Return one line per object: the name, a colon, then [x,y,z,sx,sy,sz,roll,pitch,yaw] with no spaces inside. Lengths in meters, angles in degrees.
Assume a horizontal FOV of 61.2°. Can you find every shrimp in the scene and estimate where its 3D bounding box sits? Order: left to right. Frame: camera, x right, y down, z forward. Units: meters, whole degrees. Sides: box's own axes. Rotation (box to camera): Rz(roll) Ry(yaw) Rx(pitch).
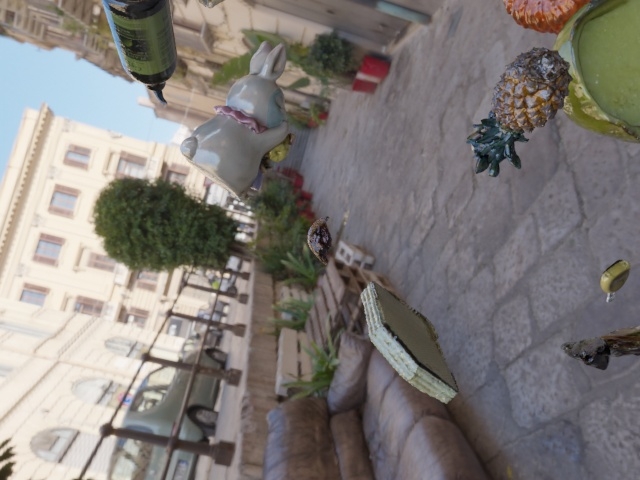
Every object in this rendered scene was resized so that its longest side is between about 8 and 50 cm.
shrimp: [0.385,0.118,0.594,0.365,0.233,0.071,4,-106,-63]

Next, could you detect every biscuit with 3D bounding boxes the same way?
biscuit: [0.146,0.170,0.937,0.052,0.150,0.252,-52,13,14]

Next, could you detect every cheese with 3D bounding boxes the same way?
cheese: [0.783,0.119,1.447,0.036,0.086,0.162,49,172,40]

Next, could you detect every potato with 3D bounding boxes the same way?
potato: [0.551,-0.335,1.048,0.213,0.280,0.330,-165,58,-78]

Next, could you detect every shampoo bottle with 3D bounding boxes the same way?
shampoo bottle: [-0.302,-0.343,0.936,0.284,0.101,0.101,116,167,-70]

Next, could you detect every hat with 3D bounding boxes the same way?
hat: [0.652,-0.617,1.345,0.285,0.400,0.285,-7,82,51]

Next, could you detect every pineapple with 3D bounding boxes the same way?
pineapple: [0.254,-0.163,0.700,0.221,0.083,0.103,90,-172,-72]

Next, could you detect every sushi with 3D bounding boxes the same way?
sushi: [0.000,0.000,1.101,0.047,0.050,0.099,-143,43,-68]

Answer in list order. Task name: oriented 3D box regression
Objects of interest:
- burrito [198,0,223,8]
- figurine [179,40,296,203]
burrito: [-0.025,-0.447,0.769,0.117,0.392,0.076,53,-163,-60]
figurine: [-0.104,-0.192,0.882,0.235,0.155,0.127,-54,29,-5]
